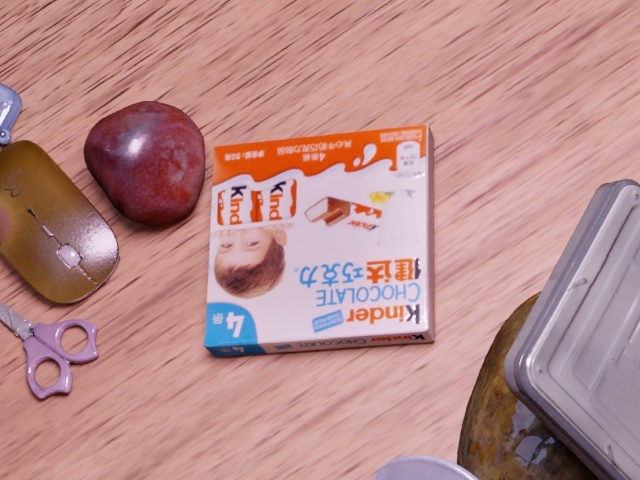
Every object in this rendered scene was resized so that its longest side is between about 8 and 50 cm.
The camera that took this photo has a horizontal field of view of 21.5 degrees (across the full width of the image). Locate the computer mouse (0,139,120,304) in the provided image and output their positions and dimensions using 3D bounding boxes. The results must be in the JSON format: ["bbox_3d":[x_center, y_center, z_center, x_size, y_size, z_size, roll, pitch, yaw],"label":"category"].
[{"bbox_3d":[-0.351,-0.027,2.107,0.126,0.056,0.245,-42,65,-2],"label":"computer mouse"}]

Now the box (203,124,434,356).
[{"bbox_3d":[0.000,0.000,1.990,0.273,0.048,0.265,-6,67,14],"label":"box"}]

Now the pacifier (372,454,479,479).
[{"bbox_3d":[0.071,0.359,1.717,0.279,0.207,0.227,-46,66,24],"label":"pacifier"}]

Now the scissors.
[{"bbox_3d":[-0.365,0.108,2.074,0.212,0.021,0.110,34,80,25],"label":"scissors"}]

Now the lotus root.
[{"bbox_3d":[0.242,0.172,1.786,0.160,0.152,0.275,22,78,6],"label":"lotus root"}]

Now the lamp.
[{"bbox_3d":[0.326,0.114,1.717,0.047,0.269,0.266,-8,44,55],"label":"lamp"}]

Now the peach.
[{"bbox_3d":[-0.221,-0.097,2.044,0.152,0.152,0.152,-6,67,15],"label":"peach"}]

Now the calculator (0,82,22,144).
[{"bbox_3d":[-0.484,-0.175,2.214,0.210,0.039,0.121,28,82,25],"label":"calculator"}]
